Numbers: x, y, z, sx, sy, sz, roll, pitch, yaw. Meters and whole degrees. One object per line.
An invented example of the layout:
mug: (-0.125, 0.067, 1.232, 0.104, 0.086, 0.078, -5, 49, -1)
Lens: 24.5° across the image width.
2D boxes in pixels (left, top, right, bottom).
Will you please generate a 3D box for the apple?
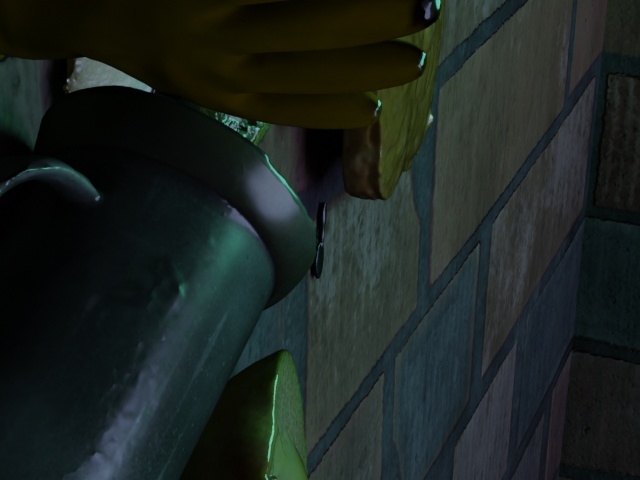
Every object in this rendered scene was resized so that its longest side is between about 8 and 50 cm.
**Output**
apple: (-0.063, 0.210, 1.321, 0.265, 0.120, 0.193, 82, 13, -49)

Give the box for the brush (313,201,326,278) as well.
brush: (0.000, 0.000, 1.549, 0.024, 0.008, 0.083, -28, 125, -65)

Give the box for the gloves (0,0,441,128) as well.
gloves: (-0.073, -0.136, 0.829, 0.133, 0.294, 0.116, 68, 38, -56)

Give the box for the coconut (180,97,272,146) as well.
coconut: (-0.080, -0.098, 1.192, 0.158, 0.055, 0.133, 33, 67, -71)

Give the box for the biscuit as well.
biscuit: (0.089, -0.250, 1.535, 0.365, 0.062, 0.385, -55, 149, -64)

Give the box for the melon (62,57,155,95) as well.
melon: (-0.143, -0.137, 1.008, 0.098, 0.054, 0.182, -38, 136, -56)

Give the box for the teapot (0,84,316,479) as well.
teapot: (-0.160, 0.077, 0.856, 0.270, 0.200, 0.337, 72, 36, -49)
